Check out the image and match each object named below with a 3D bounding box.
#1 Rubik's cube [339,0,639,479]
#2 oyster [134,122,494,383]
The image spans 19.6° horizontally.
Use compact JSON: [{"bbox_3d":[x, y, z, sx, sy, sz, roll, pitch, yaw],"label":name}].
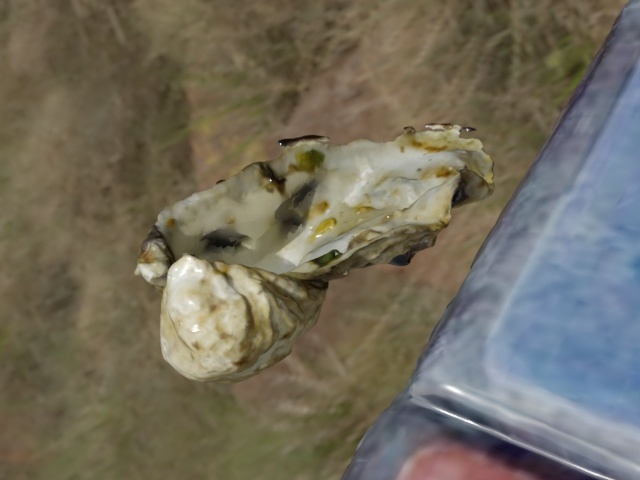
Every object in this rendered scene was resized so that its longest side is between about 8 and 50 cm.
[{"bbox_3d":[0.164,0.168,0.537,0.316,0.313,0.318,22,152,21],"label":"Rubik's cube"},{"bbox_3d":[0.004,0.004,1.055,0.166,0.294,0.094,9,116,49],"label":"oyster"}]
